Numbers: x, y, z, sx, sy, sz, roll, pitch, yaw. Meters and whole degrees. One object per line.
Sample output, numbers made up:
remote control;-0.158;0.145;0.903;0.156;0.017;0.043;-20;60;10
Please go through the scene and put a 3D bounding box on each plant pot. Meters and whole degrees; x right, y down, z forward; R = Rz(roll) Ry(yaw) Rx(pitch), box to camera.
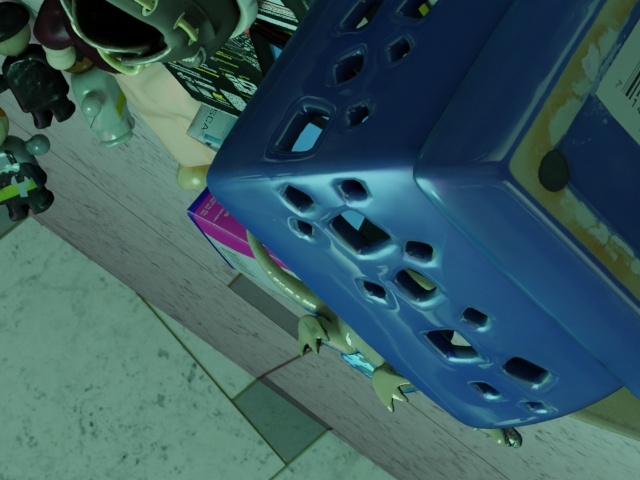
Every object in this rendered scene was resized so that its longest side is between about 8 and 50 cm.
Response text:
plant pot;0.121;-0.050;0.935;0.236;0.236;0.212;42;160;-25

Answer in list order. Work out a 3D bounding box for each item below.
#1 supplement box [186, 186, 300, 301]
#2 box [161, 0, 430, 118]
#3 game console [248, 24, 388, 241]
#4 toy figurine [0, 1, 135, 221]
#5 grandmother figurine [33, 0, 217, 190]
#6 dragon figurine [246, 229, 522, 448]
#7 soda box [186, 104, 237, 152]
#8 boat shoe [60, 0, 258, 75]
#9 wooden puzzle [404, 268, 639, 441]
supplement box;0.000;0.000;1.697;0.220;0.114;0.111;29;165;37
box;-0.043;-0.165;1.303;0.322;0.079;0.257;24;161;44
game console;-0.001;-0.059;1.213;0.144;0.124;0.085;32;-167;22
toy figurine;-0.320;-0.139;1.860;0.209;0.213;0.148;17;141;49
grandmother figurine;-0.166;-0.175;1.578;0.207;0.104;0.342;-4;143;29
dragon figurine;0.056;0.079;1.480;0.289;0.085;0.144;31;-176;25
soda box;-0.024;-0.071;1.542;0.183;0.058;0.063;30;176;-39
boat shoe;-0.112;-0.157;1.066;0.116;0.097;0.324;33;174;6
wooden puzzle;0.135;0.036;1.400;0.348;0.080;0.322;34;-174;35
